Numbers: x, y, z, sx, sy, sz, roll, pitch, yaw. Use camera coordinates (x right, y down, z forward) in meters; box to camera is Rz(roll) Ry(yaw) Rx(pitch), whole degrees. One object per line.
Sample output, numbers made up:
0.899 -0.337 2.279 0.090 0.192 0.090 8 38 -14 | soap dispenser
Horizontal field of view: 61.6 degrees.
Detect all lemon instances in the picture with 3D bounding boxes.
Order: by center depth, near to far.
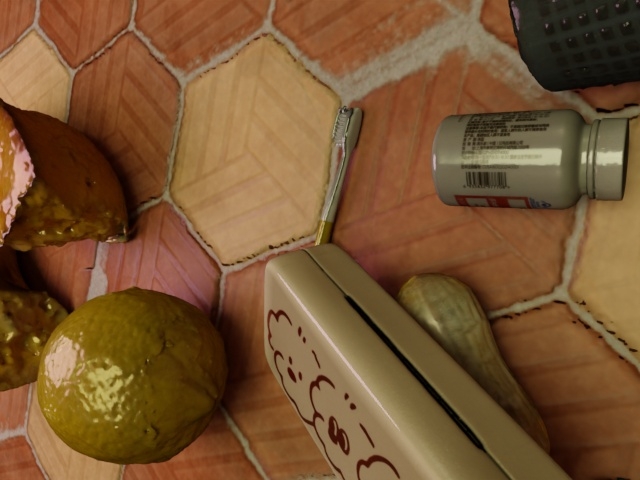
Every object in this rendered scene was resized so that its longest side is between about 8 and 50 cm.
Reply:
-0.209 0.149 0.606 0.231 0.192 0.192 6 93 33 | lemon

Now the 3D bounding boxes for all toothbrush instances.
0.000 0.000 0.576 0.024 0.021 0.288 20 100 42 | toothbrush

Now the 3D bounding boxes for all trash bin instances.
0.221 -0.182 0.363 0.161 0.175 0.175 -5 87 42 | trash bin

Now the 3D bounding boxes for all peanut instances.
0.125 0.123 0.457 0.087 0.087 0.207 -32 72 28 | peanut

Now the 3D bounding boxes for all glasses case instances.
0.055 0.143 0.422 0.336 0.076 0.144 45 140 46 | glasses case

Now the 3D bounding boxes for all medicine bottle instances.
0.168 -0.065 0.435 0.140 0.079 0.079 5 92 32 | medicine bottle

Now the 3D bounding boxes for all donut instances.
-0.466 -0.013 0.792 0.377 0.163 0.435 44 114 26 | donut

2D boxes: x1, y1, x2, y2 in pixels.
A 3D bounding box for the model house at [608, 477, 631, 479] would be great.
0.199 0.273 0.373 0.119 0.148 0.148 44 109 25 | model house
